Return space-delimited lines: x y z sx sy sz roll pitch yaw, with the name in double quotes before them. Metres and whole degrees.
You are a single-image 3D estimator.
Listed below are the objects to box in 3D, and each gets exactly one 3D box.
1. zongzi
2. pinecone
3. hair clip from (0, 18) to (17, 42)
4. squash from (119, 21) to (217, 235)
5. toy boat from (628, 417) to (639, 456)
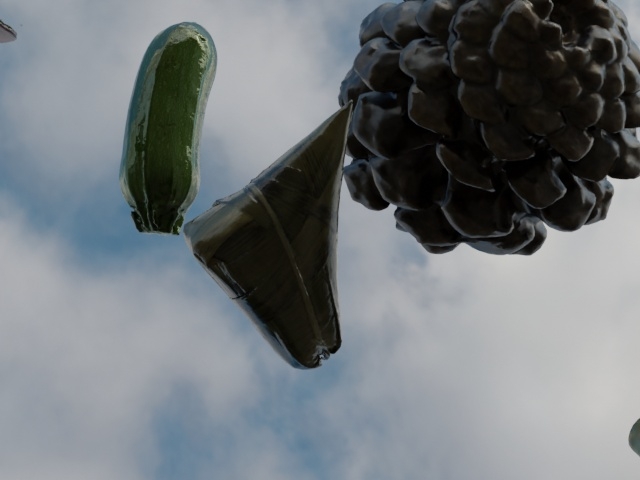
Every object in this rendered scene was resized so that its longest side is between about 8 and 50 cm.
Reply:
"zongzi" 0.000 0.000 0.385 0.083 0.040 0.076 -41 -64 -8
"pinecone" 0.093 -0.076 0.598 0.184 0.204 0.179 7 -115 -34
"hair clip" -0.289 -0.202 0.764 0.022 0.054 0.137 -58 -45 -28
"squash" -0.136 -0.105 0.887 0.077 0.068 0.219 35 -128 -50
"toy boat" 0.241 0.098 0.546 0.185 0.089 0.071 -17 -49 -23
